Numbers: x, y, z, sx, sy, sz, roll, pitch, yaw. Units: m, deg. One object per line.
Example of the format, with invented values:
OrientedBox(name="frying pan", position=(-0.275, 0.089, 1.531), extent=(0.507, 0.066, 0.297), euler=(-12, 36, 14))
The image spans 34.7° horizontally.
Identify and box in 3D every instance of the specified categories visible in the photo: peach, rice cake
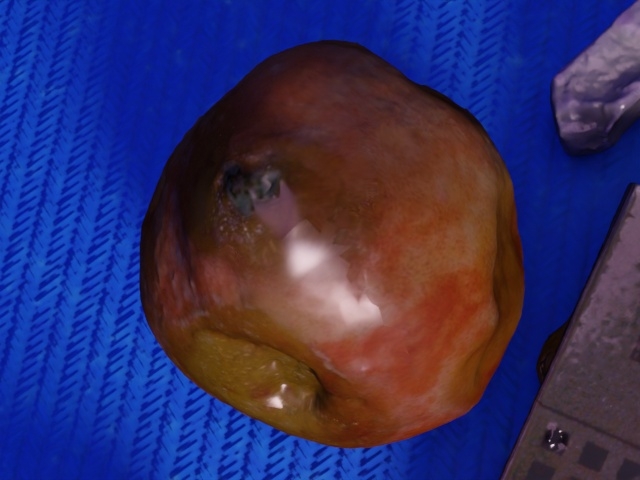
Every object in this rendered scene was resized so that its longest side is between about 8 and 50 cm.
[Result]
OrientedBox(name="peach", position=(0.000, 0.000, 0.549), extent=(0.214, 0.235, 0.214), euler=(-5, 69, 14))
OrientedBox(name="rice cake", position=(0.272, -0.185, 0.618), extent=(0.365, 0.073, 0.056), euler=(-44, 72, 0))

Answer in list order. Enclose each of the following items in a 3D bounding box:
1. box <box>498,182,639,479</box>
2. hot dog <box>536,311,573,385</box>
OrientedBox(name="box", position=(0.182, 0.152, 0.541), extent=(0.180, 0.047, 0.325), euler=(23, 98, 10))
OrientedBox(name="hot dog", position=(0.240, -0.004, 0.591), extent=(0.289, 0.068, 0.083), euler=(-47, 65, 4))
